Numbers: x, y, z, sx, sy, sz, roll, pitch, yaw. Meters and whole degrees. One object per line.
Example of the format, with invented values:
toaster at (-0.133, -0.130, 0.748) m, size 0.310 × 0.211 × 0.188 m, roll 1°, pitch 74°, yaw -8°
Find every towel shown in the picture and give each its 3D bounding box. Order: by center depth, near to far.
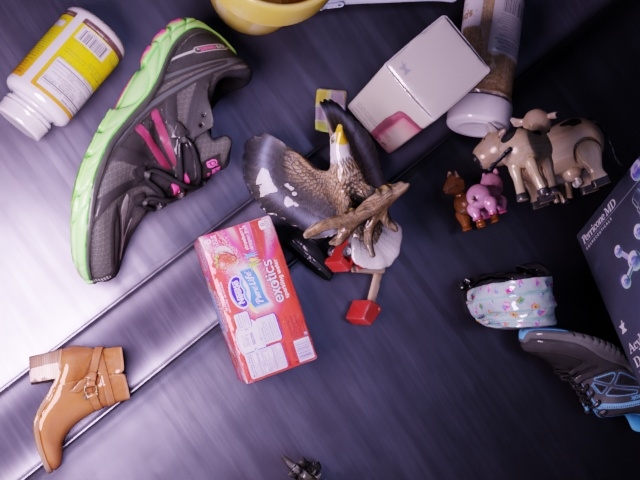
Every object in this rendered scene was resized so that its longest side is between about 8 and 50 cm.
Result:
towel at (0.019, -0.244, 1.422) m, size 0.060 × 0.009 × 0.083 m, roll 6°, pitch 82°, yaw -14°

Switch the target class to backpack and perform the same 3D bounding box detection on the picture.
backpack at (0.355, 0.106, 1.378) m, size 0.151 × 0.182 × 0.115 m, roll -12°, pitch 87°, yaw -16°

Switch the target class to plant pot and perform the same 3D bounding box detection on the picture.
plant pot at (-0.095, -0.472, 1.300) m, size 0.253 × 0.239 × 0.254 m, roll 2°, pitch 84°, yaw -14°

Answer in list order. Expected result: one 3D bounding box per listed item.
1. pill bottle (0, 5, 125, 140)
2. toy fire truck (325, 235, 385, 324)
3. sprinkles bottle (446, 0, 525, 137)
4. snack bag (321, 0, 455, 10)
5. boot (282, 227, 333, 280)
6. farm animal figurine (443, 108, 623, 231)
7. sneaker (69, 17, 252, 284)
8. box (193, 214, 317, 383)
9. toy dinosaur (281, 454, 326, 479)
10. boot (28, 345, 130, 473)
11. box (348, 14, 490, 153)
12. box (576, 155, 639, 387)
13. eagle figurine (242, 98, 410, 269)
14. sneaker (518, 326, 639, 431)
pill bottle at (-0.432, -0.272, 1.254) m, size 0.117 × 0.117 × 0.215 m, roll 37°, pitch 76°, yaw -8°
toy fire truck at (0.078, 0.041, 1.374) m, size 0.135 × 0.047 × 0.192 m, roll 44°, pitch 59°, yaw -30°
sprinkles bottle at (0.325, -0.383, 1.459) m, size 0.121 × 0.121 × 0.356 m, roll 12°, pitch 80°, yaw -13°
snack bag at (0.108, -0.613, 1.474) m, size 0.322 × 0.037 × 0.343 m, roll -7°, pitch 85°, yaw -14°
boot at (0.000, 0.000, 1.373) m, size 0.121 × 0.045 × 0.099 m, roll 42°, pitch 71°, yaw -7°
farm animal figurine at (0.367, -0.146, 1.337) m, size 0.326 × 0.330 × 0.172 m, roll -15°, pitch 83°, yaw -14°
sneaker at (-0.260, -0.141, 1.250) m, size 0.202 × 0.185 × 0.483 m, roll 27°, pitch 79°, yaw -6°
box at (-0.114, 0.100, 1.289) m, size 0.128 × 0.122 × 0.257 m, roll -18°, pitch 88°, yaw -16°
toy dinosaur at (-0.004, 0.466, 1.219) m, size 0.164 × 0.218 × 0.322 m, roll -20°, pitch 131°, yaw -30°
boot at (-0.386, 0.269, 1.229) m, size 0.152 × 0.073 × 0.197 m, roll -5°, pitch 87°, yaw -19°
box at (0.168, -0.269, 1.347) m, size 0.148 × 0.232 × 0.127 m, roll -42°, pitch 94°, yaw -15°
box at (0.669, 0.064, 1.330) m, size 0.211 × 0.294 × 0.396 m, roll -1°, pitch 55°, yaw -14°
eagle figurine at (0.027, -0.107, 1.305) m, size 0.226 × 0.298 × 0.225 m, roll 15°, pitch 106°, yaw -34°
sneaker at (0.523, 0.261, 1.435) m, size 0.340 × 0.125 × 0.140 m, roll 23°, pitch 86°, yaw -8°
